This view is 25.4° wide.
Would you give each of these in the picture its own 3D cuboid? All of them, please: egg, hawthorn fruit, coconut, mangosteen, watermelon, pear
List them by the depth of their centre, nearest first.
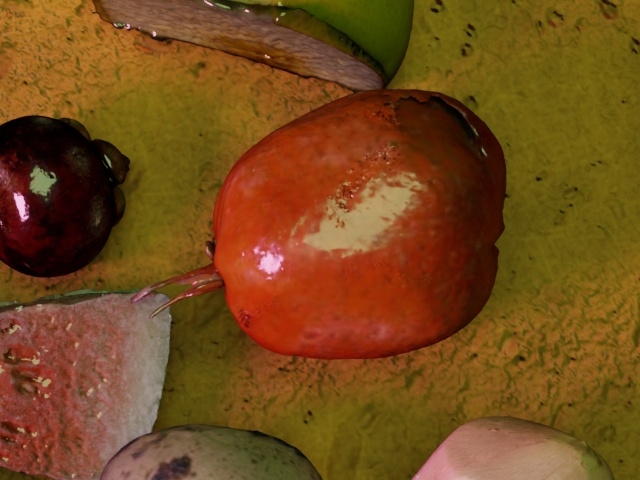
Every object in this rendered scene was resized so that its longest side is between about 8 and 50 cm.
[{"bbox_3d":[0.148,0.209,1.048,0.171,0.171,0.183,43,119,8],"label":"coconut"},{"bbox_3d":[-0.078,0.205,1.061,0.182,0.141,0.141,20,76,-9],"label":"egg"},{"bbox_3d":[-0.244,0.103,1.073,0.241,0.094,0.154,7,86,-28],"label":"watermelon"},{"bbox_3d":[0.000,0.000,1.079,0.299,0.211,0.211,-13,77,-12],"label":"hawthorn fruit"},{"bbox_3d":[-0.209,-0.040,1.134,0.140,0.140,0.140,1,76,-2],"label":"mangosteen"},{"bbox_3d":[-0.036,-0.272,1.174,0.293,0.159,0.292,1,74,-3],"label":"pear"}]
